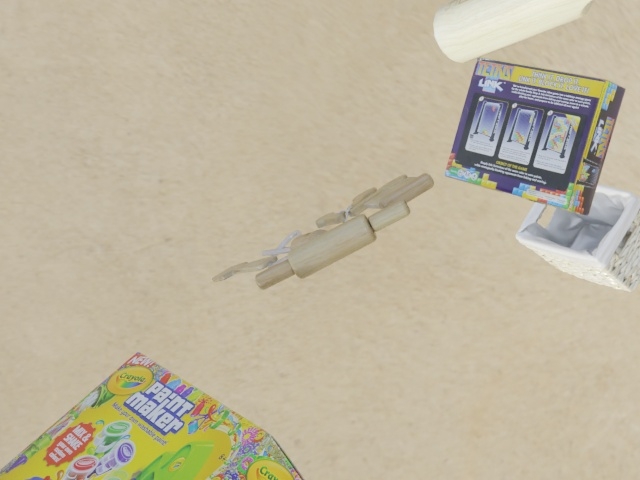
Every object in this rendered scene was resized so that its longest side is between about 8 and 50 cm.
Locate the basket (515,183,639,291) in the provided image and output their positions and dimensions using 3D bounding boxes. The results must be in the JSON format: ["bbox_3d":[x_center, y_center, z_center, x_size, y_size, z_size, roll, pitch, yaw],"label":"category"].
[{"bbox_3d":[0.376,-0.007,1.585,0.113,0.103,0.167,-56,32,-8],"label":"basket"}]

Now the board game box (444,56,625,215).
[{"bbox_3d":[0.229,-0.115,1.239,0.170,0.048,0.141,21,96,43],"label":"board game box"}]

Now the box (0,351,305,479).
[{"bbox_3d":[-0.174,0.290,1.082,0.290,0.279,0.177,17,143,56],"label":"box"}]

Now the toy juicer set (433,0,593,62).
[{"bbox_3d":[0.102,-0.204,0.551,0.209,0.329,0.089,-31,123,32],"label":"toy juicer set"}]

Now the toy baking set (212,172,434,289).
[{"bbox_3d":[0.001,0.000,1.164,0.256,0.197,0.030,-28,97,5],"label":"toy baking set"}]
